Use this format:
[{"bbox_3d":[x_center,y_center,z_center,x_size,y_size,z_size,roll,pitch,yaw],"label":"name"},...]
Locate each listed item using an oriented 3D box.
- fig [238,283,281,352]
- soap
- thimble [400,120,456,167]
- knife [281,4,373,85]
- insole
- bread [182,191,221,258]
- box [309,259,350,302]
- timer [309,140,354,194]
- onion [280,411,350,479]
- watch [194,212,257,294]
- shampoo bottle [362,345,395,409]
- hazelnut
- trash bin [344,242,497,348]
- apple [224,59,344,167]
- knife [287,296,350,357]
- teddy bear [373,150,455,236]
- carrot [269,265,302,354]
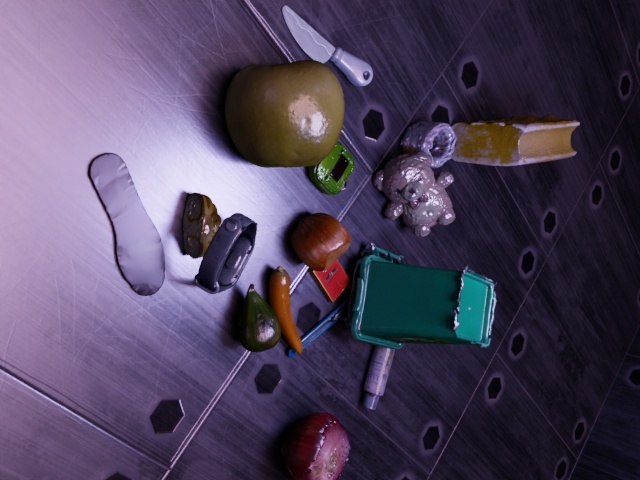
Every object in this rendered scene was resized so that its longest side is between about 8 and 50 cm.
[{"bbox_3d":[-0.168,0.199,1.694,0.117,0.117,0.177,-16,92,-38],"label":"fig"},{"bbox_3d":[0.645,-0.337,2.165,0.335,0.294,0.156,-12,108,-40],"label":"soap"},{"bbox_3d":[0.337,-0.301,2.021,0.151,0.118,0.127,-47,127,-25],"label":"thimble"},{"bbox_3d":[0.013,-0.512,1.760,0.331,0.044,0.080,26,88,-35],"label":"knife"},{"bbox_3d":[-0.433,-0.031,1.479,0.119,0.009,0.348,-32,118,-34],"label":"insole"},{"bbox_3d":[-0.279,-0.030,1.572,0.094,0.083,0.157,17,86,-53],"label":"bread"},{"bbox_3d":[0.028,0.104,1.890,0.090,0.023,0.133,-47,125,-27],"label":"box"},{"bbox_3d":[0.035,-0.204,1.823,0.128,0.047,0.140,44,69,-37],"label":"timer"},{"bbox_3d":[-0.012,0.606,1.858,0.248,0.161,0.248,-21,121,-39],"label":"onion"},{"bbox_3d":[-0.224,0.035,1.572,0.206,0.068,0.193,-60,168,-11],"label":"watch"},{"bbox_3d":[0.181,0.421,2.050,0.072,0.072,0.213,19,85,-41],"label":"shampoo bottle"},{"bbox_3d":[0.000,0.000,1.775,0.150,0.150,0.150,-9,103,-40],"label":"hazelnut"},{"bbox_3d":[0.290,0.169,1.877,0.259,0.381,0.295,22,73,-46],"label":"trash bin"},{"bbox_3d":[-0.066,-0.307,1.595,0.295,0.233,0.257,-14,104,-38],"label":"apple"},{"bbox_3d":[0.014,0.249,1.902,0.297,0.026,0.044,-38,132,-30],"label":"knife"},{"bbox_3d":[0.295,-0.143,1.985,0.236,0.151,0.267,-28,130,10],"label":"teddy bear"},{"bbox_3d":[-0.099,0.197,1.774,0.066,0.062,0.271,-36,123,-59],"label":"carrot"}]
